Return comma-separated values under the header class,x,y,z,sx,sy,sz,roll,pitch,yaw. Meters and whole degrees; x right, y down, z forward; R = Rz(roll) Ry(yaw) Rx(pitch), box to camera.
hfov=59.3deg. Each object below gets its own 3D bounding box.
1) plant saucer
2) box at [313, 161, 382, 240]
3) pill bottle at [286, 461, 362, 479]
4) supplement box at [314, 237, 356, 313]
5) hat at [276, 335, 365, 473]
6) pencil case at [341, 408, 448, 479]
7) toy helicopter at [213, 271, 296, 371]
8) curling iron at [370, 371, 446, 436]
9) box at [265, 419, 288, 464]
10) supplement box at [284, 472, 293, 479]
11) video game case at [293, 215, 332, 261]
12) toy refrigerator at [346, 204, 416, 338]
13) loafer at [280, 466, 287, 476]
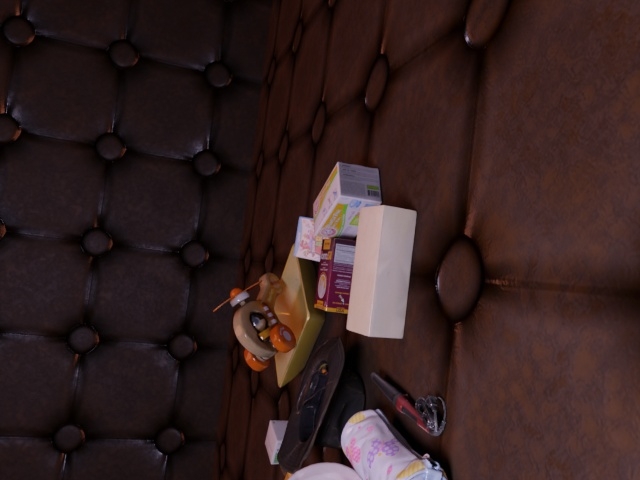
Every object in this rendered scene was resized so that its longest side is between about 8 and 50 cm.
class,x,y,z,sx,sy,sz,roll,pitch,yaw
plant saucer,-0.071,0.236,1.773,0.333,0.081,0.333,-103,27,-49
box,0.063,-0.094,1.444,0.203,0.114,0.103,123,150,-55
pill bottle,0.018,0.618,1.104,0.176,0.176,0.318,-127,30,-66
supplement box,0.045,0.091,1.472,0.104,0.080,0.188,175,103,-72
hat,0.024,0.396,1.323,0.331,0.134,0.331,-59,12,21
pencil case,0.129,0.408,1.026,0.273,0.113,0.124,-166,81,-73
toy helicopter,-0.187,0.201,1.700,0.140,0.235,0.355,-39,19,24
curling iron,0.165,0.303,1.089,0.274,0.035,0.068,-171,93,-72
box,-0.102,0.600,1.674,0.102,0.101,0.087,-132,52,-65
supplement box,-0.077,0.741,1.578,0.080,0.078,0.233,-110,32,-56
video game case,0.000,0.000,1.599,0.166,0.015,0.119,10,93,34
toy refrigerator,0.133,0.066,1.201,0.102,0.094,0.269,179,98,-65
loafer,-0.106,0.667,1.750,0.148,0.050,0.056,63,148,35
